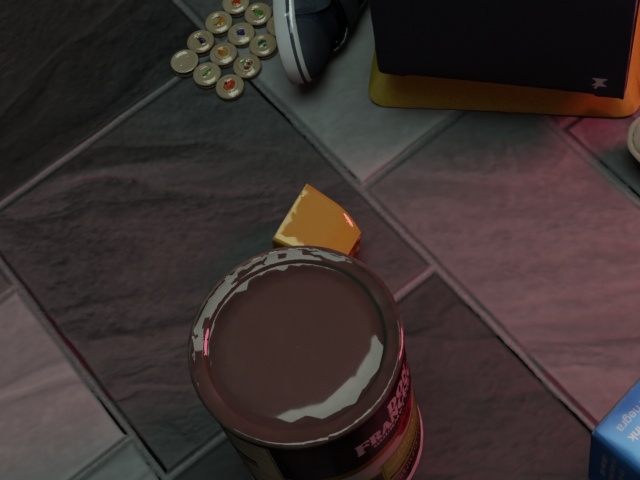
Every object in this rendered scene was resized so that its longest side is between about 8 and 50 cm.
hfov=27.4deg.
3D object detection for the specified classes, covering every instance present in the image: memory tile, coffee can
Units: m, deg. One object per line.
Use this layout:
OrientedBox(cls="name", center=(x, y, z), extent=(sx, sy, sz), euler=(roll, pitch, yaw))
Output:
OrientedBox(cls="memory tile", center=(-0.114, -0.254, 1.697), extent=(0.113, 0.012, 0.148), euler=(30, 72, 22))
OrientedBox(cls="coffee can", center=(-0.005, 0.154, 1.322), extent=(0.202, 0.275, 0.201), euler=(-4, 63, 7))

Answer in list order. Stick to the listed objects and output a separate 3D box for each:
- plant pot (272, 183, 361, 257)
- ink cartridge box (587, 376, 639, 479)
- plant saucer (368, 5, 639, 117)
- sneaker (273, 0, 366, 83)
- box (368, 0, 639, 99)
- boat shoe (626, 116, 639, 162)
OrientedBox(cls="plant pot", center=(0.000, 0.000, 1.514), extent=(0.083, 0.081, 0.081), euler=(28, 70, 10))
OrientedBox(cls="ink cartridge box", center=(0.443, 0.283, 1.180), extent=(0.395, 0.285, 0.166), euler=(40, 76, 25))
OrientedBox(cls="plant saucer", center=(0.238, -0.320, 1.639), extent=(0.333, 0.081, 0.332), euler=(4, 64, 11))
OrientedBox(cls="sneaker", center=(0.015, -0.344, 1.659), extent=(0.128, 0.126, 0.321), euler=(-4, 61, 13))
OrientedBox(cls="box", center=(0.234, -0.394, 1.513), extent=(0.294, 0.212, 0.395), euler=(7, 65, 12))
OrientedBox(cls="boat shoe", center=(0.463, -0.087, 1.493), extent=(0.228, 0.069, 0.081), euler=(22, 103, 21))
